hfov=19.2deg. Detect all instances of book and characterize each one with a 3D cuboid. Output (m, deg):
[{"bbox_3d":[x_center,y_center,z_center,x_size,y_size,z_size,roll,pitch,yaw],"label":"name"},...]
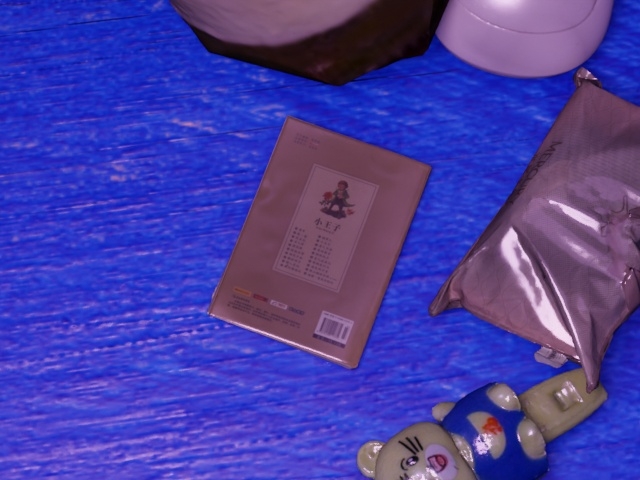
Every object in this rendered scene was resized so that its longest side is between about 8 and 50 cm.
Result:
[{"bbox_3d":[0.000,0.000,1.636,0.138,0.016,0.199,20,72,5],"label":"book"}]

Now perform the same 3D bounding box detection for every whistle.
[{"bbox_3d":[0.135,0.170,1.547,0.227,0.085,0.105,-28,69,-12],"label":"whistle"}]

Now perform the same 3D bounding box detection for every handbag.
[{"bbox_3d":[0.230,-0.009,1.597,0.182,0.117,0.270,27,70,23],"label":"handbag"}]

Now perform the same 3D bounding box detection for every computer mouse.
[{"bbox_3d":[0.186,-0.291,1.692,0.184,0.121,0.297,14,72,4],"label":"computer mouse"}]

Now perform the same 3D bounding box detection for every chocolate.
[{"bbox_3d":[-0.046,-0.333,1.569,0.326,0.297,0.314,20,81,23],"label":"chocolate"}]
